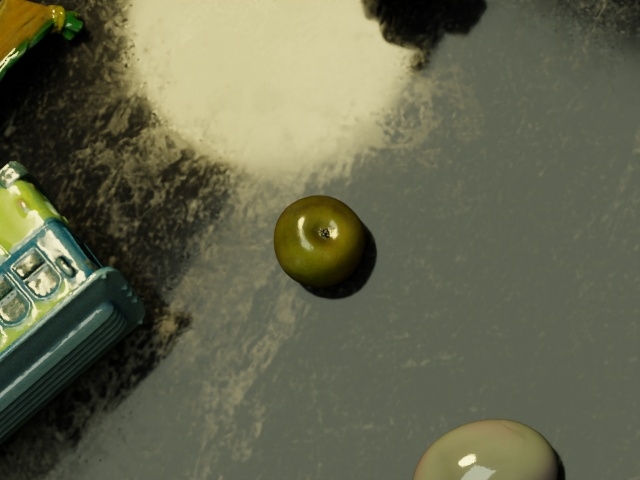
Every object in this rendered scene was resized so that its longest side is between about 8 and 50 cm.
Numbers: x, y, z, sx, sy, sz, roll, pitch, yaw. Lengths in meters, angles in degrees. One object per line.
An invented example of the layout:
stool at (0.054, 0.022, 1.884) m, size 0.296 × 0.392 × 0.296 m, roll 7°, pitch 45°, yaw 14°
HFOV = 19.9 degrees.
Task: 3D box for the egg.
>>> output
egg at (0.148, 0.214, 1.646) m, size 0.135 × 0.103 × 0.103 m, roll -22°, pitch 76°, yaw 4°

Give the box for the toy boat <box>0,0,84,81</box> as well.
toy boat at (-0.335, -0.157, 1.839) m, size 0.088 × 0.089 × 0.229 m, roll 41°, pitch 88°, yaw -23°

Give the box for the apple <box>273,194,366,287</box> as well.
apple at (0.000, 0.000, 1.735) m, size 0.090 × 0.074 × 0.089 m, roll 3°, pitch 74°, yaw -9°

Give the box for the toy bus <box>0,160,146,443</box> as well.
toy bus at (-0.342, 0.095, 1.725) m, size 0.312 × 0.152 × 0.190 m, roll -41°, pitch 68°, yaw -7°
